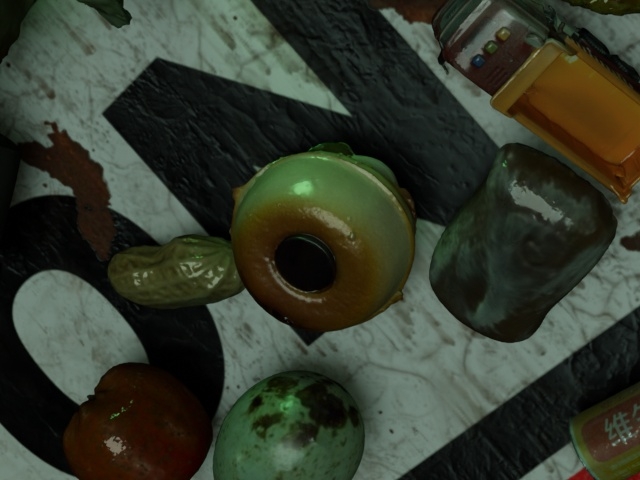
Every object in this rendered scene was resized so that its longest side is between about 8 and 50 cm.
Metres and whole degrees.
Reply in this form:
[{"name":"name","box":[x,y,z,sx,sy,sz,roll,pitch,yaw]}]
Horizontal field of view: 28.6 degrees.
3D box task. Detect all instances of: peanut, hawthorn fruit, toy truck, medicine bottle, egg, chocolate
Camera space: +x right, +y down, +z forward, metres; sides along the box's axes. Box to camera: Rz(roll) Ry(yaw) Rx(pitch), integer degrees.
[{"name":"peanut","box":[-0.176,0.039,1.545,0.194,0.093,0.083,-5,67,17]},{"name":"hawthorn fruit","box":[-0.227,0.248,1.592,0.189,0.189,0.189,5,109,16]},{"name":"toy truck","box":[0.243,-0.162,1.294,0.270,0.135,0.114,33,116,-21]},{"name":"medicine bottle","box":[0.472,0.142,1.363,0.426,0.108,0.108,-35,94,25]},{"name":"egg","box":[-0.045,0.256,1.532,0.169,0.169,0.231,46,126,0]},{"name":"chocolate","box":[0.206,0.022,1.370,0.157,0.080,0.254,34,139,5]}]

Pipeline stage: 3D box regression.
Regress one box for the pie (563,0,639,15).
[{"name":"pie","box":[0.315,-0.365,1.242,0.355,0.103,0.288,3,113,20]}]

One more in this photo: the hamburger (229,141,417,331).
[{"name":"hamburger","box":[0.003,0.004,1.447,0.237,0.147,0.236,9,118,16]}]

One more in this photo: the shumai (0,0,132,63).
[{"name":"shumai","box":[-0.365,-0.367,1.376,0.348,0.395,0.395,-16,103,-2]}]

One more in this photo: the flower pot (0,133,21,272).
[{"name":"flower pot","box":[-0.474,-0.081,1.539,0.269,0.269,0.166,35,95,4]}]
